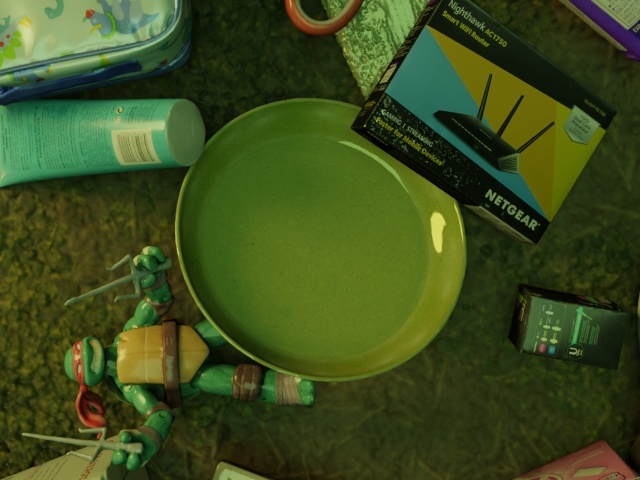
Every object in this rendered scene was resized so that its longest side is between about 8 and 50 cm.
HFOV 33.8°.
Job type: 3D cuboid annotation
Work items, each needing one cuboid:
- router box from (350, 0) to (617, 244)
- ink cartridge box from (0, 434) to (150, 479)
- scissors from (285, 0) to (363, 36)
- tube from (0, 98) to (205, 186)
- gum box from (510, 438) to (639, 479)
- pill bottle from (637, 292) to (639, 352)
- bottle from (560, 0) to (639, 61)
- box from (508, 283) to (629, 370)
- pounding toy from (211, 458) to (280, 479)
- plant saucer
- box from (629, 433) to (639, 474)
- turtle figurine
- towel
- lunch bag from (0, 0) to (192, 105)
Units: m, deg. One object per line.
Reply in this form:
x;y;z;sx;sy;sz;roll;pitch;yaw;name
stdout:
0.134;-0.099;0.857;0.179;0.046;0.133;32;86;-15;router box
-0.236;0.238;0.881;0.175;0.127;0.072;-21;96;3;ink cartridge box
0.082;-0.266;0.857;0.297;0.021;0.109;-29;89;-8;scissors
-0.194;-0.084;0.862;0.207;0.052;0.080;1;90;28;tube
0.188;0.242;0.885;0.188;0.107;0.062;-26;95;3;gum box
0.367;0.072;0.863;0.187;0.112;0.112;0;96;2;pill bottle
0.197;-0.259;0.824;0.283;0.092;0.118;35;99;-12;bottle
0.209;0.073;0.890;0.083;0.062;0.052;10;97;0;box
-0.088;0.292;0.875;0.181;0.094;0.206;21;79;-1;pounding toy
0.000;0.000;0.858;0.241;0.037;0.241;5;69;-13;plant saucer
0.382;0.159;0.865;0.225;0.136;0.036;-5;58;1;box
-0.126;0.093;0.869;0.234;0.118;0.175;-5;85;-8;turtle figurine
0.057;-0.200;0.884;0.110;0.027;0.148;-20;95;4;towel
-0.217;-0.202;0.844;0.219;0.090;0.176;-13;81;1;lunch bag
